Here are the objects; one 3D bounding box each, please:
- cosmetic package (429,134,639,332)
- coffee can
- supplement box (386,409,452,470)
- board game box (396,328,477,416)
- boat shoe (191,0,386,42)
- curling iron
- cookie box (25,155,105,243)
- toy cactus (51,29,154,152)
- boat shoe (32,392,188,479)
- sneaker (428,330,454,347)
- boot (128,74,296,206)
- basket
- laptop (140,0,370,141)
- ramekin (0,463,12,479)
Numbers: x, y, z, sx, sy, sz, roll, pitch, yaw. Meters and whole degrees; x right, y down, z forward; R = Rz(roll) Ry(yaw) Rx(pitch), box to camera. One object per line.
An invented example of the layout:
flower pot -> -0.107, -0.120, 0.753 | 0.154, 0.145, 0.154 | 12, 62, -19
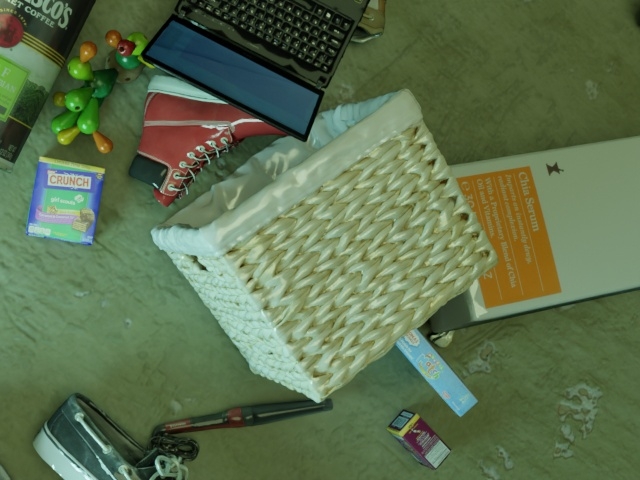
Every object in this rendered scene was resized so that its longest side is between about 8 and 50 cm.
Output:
cosmetic package -> 0.375, -0.018, 1.556 | 0.454, 0.161, 0.230 | -11, 82, -19
coffee can -> -0.422, -0.250, 1.292 | 0.202, 0.201, 0.275 | 26, 87, -15
supplement box -> 0.148, 0.299, 1.542 | 0.043, 0.055, 0.083 | -46, 102, -14
board game box -> 0.137, 0.152, 1.462 | 0.039, 0.211, 0.160 | -40, 100, 2
boat shoe -> -0.041, -0.328, 1.477 | 0.302, 0.113, 0.103 | -11, 86, -19
curling iron -> -0.113, 0.266, 1.471 | 0.274, 0.035, 0.068 | -14, 96, -17
cookie box -> -0.348, -0.054, 1.405 | 0.092, 0.040, 0.107 | 10, 84, -16
toy cactus -> -0.275, -0.216, 1.379 | 0.112, 0.219, 0.180 | 38, 39, -3
boat shoe -> -0.234, 0.322, 1.372 | 0.306, 0.113, 0.105 | 40, 94, 5
sneaker -> 0.194, 0.122, 1.576 | 0.037, 0.032, 0.083 | 29, 79, -15
boot -> -0.144, -0.121, 1.404 | 0.244, 0.088, 0.176 | 11, 84, 24
basket -> 0.000, 0.000, 1.371 | 0.331, 0.328, 0.266 | -38, 103, -16
laptop -> -0.072, -0.289, 1.339 | 0.234, 0.136, 0.264 | 27, 86, -7
ramekin -> -0.515, 0.376, 1.289 | 0.273, 0.127, 0.272 | 1, 88, -17
